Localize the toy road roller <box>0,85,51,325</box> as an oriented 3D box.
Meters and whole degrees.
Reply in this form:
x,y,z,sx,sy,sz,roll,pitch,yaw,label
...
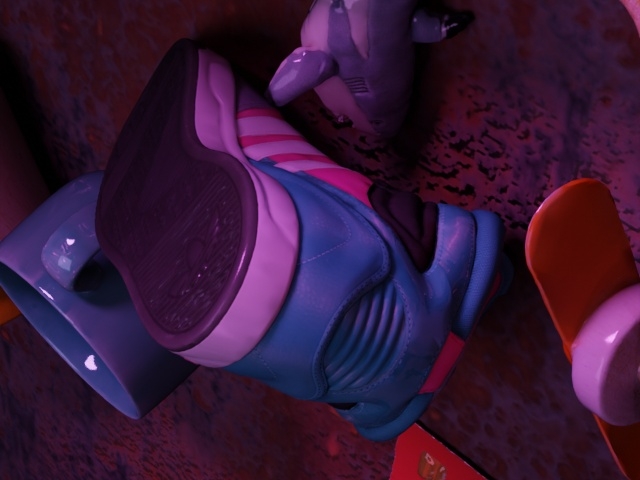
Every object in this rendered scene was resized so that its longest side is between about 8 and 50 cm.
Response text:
x,y,z,sx,sy,sz,roll,pitch,yaw,label
-0.350,-0.014,1.173,0.329,0.240,0.202,-1,118,51,toy road roller

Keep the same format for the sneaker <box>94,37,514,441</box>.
x,y,z,sx,sy,sz,roll,pitch,yaw,label
0.000,0.000,0.877,0.178,0.124,0.295,26,-164,-22,sneaker

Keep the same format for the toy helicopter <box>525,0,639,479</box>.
x,y,z,sx,sy,sz,roll,pitch,yaw,label
0.165,0.007,0.706,0.235,0.140,0.355,0,107,61,toy helicopter

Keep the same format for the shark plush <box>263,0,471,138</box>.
x,y,z,sx,sy,sz,roll,pitch,yaw,label
0.038,-0.111,0.816,0.067,0.073,0.161,29,129,-5,shark plush

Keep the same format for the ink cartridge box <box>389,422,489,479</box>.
x,y,z,sx,sy,sz,roll,pitch,yaw,label
0.104,0.226,0.994,0.224,0.056,0.181,35,140,25,ink cartridge box

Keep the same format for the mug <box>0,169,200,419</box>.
x,y,z,sx,sy,sz,roll,pitch,yaw,label
-0.107,0.024,1.014,0.129,0.097,0.158,52,163,-17,mug
